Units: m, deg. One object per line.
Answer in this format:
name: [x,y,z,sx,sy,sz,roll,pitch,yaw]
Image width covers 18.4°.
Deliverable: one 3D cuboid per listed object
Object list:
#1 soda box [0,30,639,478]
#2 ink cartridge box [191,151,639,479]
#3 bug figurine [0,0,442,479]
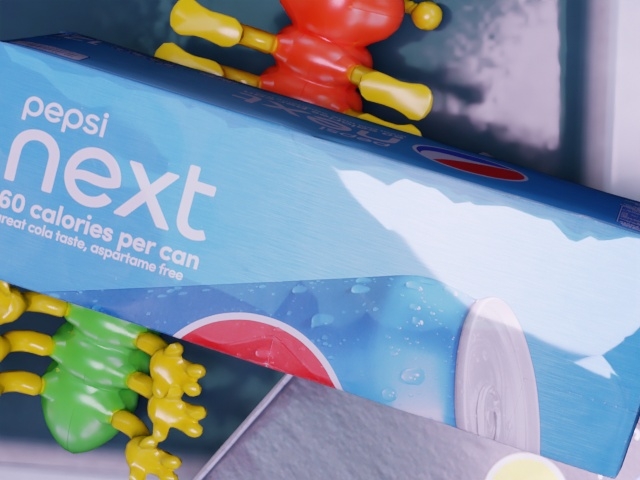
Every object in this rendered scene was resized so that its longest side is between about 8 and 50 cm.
soda box: [0.000,0.000,0.590,0.210,0.067,0.071,17,101,9]
ink cartridge box: [0.066,0.182,0.658,0.303,0.072,0.307,41,98,5]
bug figurine: [-0.106,-0.047,0.676,0.279,0.072,0.216,24,102,7]
